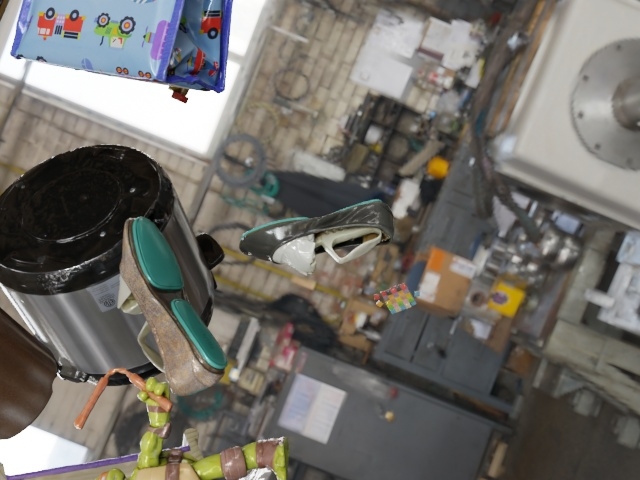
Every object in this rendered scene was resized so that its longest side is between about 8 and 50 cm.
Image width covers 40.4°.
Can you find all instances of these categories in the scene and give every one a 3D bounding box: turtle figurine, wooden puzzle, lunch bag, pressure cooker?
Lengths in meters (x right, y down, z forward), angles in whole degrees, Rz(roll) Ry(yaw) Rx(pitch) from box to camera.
[{"bbox_3d":[-0.143,0.271,0.902,0.087,0.217,0.269,95,176,-78],"label":"turtle figurine"},{"bbox_3d":[0.140,0.105,1.568,0.083,0.049,0.006,-23,23,18],"label":"wooden puzzle"},{"bbox_3d":[-0.216,-0.336,1.010,0.138,0.221,0.293,-9,-70,-66],"label":"lunch bag"},{"bbox_3d":[-0.407,0.076,1.686,0.420,0.370,0.375,73,-158,-44],"label":"pressure cooker"}]

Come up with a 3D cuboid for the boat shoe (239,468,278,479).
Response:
[{"bbox_3d":[-0.117,0.446,1.515,0.267,0.088,0.096,52,-153,-87],"label":"boat shoe"}]

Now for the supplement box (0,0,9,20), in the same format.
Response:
[{"bbox_3d":[-0.508,-0.314,1.040,0.129,0.191,0.194,-56,1,23],"label":"supplement box"}]

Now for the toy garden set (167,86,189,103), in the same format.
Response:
[{"bbox_3d":[-0.214,-0.329,1.410,0.203,0.049,0.244,-67,21,4],"label":"toy garden set"}]

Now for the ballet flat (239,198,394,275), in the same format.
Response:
[{"bbox_3d":[0.000,0.000,1.524,0.095,0.281,0.096,83,170,-58],"label":"ballet flat"}]

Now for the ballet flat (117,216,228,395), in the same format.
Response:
[{"bbox_3d":[-0.258,0.106,1.359,0.106,0.316,0.107,-41,-29,18],"label":"ballet flat"}]

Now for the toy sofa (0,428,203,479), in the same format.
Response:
[{"bbox_3d":[-0.389,0.430,1.523,0.177,0.363,0.150,-129,42,-51],"label":"toy sofa"}]

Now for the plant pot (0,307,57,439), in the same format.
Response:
[{"bbox_3d":[-0.393,0.134,0.960,0.165,0.167,0.167,52,-130,-46],"label":"plant pot"}]
